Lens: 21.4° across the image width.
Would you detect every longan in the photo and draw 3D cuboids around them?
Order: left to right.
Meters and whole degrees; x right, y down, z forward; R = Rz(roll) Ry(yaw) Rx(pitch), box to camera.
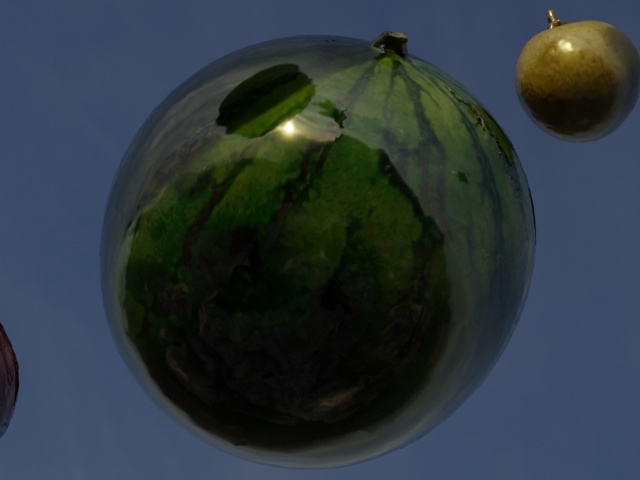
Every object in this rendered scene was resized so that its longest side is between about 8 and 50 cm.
[{"bbox_3d":[0.144,-0.097,0.959,0.075,0.075,0.083,-45,-120,41],"label":"longan"}]

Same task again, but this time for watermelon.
[{"bbox_3d":[-0.002,0.004,0.920,0.242,0.242,0.242,14,-52,19],"label":"watermelon"}]

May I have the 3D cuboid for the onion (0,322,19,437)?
[{"bbox_3d":[-0.146,0.041,0.512,0.107,0.107,0.097,3,-87,26],"label":"onion"}]
